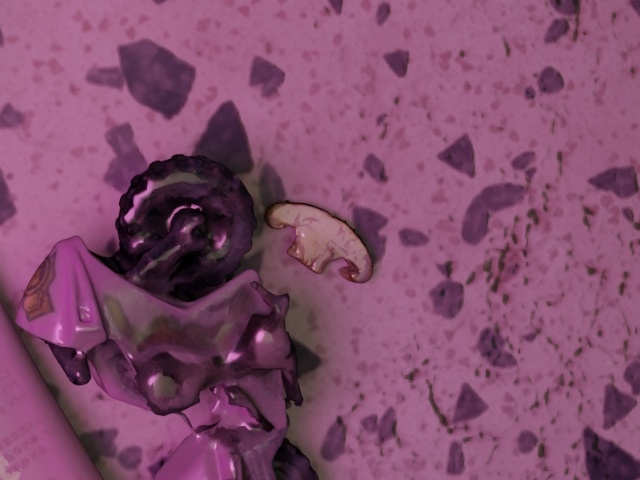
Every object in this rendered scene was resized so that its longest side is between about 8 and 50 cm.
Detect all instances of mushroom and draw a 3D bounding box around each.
[{"bbox_3d":[0.000,0.000,1.174,0.101,0.019,0.049,36,79,-13],"label":"mushroom"}]

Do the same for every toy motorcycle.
[{"bbox_3d":[-0.112,0.106,1.079,0.188,0.143,0.327,-19,109,-20],"label":"toy motorcycle"}]

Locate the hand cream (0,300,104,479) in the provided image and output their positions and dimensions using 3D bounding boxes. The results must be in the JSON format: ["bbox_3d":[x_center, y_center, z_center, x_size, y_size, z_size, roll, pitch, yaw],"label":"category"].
[{"bbox_3d":[-0.230,0.196,1.066,0.185,0.118,0.358,-35,94,-9],"label":"hand cream"}]
